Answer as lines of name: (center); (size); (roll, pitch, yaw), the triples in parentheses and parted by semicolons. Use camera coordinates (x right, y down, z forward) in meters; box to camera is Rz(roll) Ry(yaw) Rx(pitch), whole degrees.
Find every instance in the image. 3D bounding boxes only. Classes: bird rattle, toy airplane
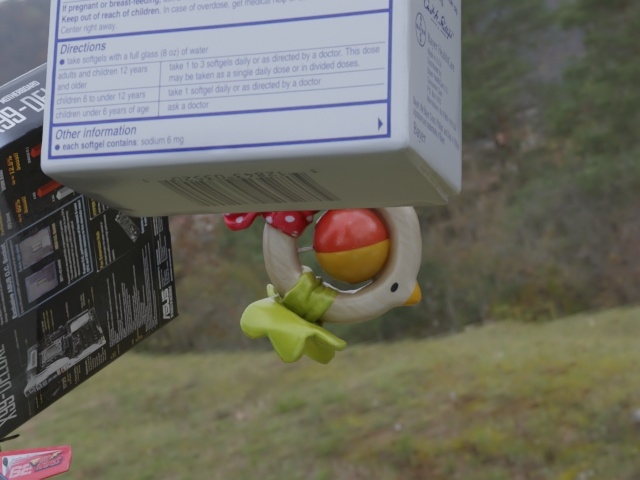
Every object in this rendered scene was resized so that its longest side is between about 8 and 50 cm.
bird rattle: (0.000, 0.000, 1.623); (0.206, 0.254, 0.143); (-9, -5, 2)
toy airplane: (-0.270, 0.209, 1.267); (0.151, 0.028, 0.151); (-11, 33, 7)

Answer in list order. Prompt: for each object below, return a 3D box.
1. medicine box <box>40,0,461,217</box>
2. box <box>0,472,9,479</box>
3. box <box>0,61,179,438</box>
medicine box: (-0.042, -0.175, 1.114); (0.263, 0.289, 0.149); (-2, -13, 19)
box: (-0.104, 0.131, 0.366); (0.108, 0.207, 0.153); (-49, -5, -37)
box: (-0.246, 0.001, 1.417); (0.076, 0.307, 0.242); (29, 48, 32)
